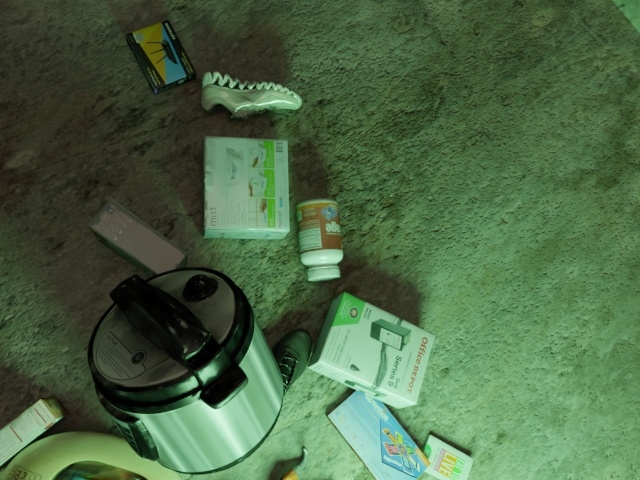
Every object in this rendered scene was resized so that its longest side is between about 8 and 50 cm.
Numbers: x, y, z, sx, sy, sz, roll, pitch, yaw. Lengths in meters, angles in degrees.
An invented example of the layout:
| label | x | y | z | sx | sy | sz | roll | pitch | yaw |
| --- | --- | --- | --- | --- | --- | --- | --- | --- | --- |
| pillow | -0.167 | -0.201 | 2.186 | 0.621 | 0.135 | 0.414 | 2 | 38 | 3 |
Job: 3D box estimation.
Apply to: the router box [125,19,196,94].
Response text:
| label | x | y | z | sx | sy | sz | roll | pitch | yaw |
| --- | --- | --- | --- | --- | --- | --- | --- | --- | --- |
| router box | -0.453 | -0.523 | 1.692 | 0.133 | 0.046 | 0.179 | -28 | 86 | -17 |

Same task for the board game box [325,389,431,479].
| label | x | y | z | sx | sy | sz | roll | pitch | yaw |
| --- | --- | --- | --- | --- | --- | --- | --- | --- | --- |
| board game box | 0.157 | 0.542 | 1.613 | 0.145 | 0.027 | 0.281 | -37 | 83 | -16 |

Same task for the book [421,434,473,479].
| label | x | y | z | sx | sy | sz | roll | pitch | yaw |
| --- | --- | --- | --- | --- | --- | --- | --- | --- | --- |
| book | 0.345 | 0.619 | 1.655 | 0.144 | 0.035 | 0.096 | 29 | 72 | -3 |

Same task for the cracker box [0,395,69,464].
| label | x | y | z | sx | sy | sz | roll | pitch | yaw |
| --- | --- | --- | --- | --- | --- | --- | --- | --- | --- |
| cracker box | -0.711 | 0.462 | 1.372 | 0.232 | 0.156 | 0.067 | -38 | 88 | -18 |

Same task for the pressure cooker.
| label | x | y | z | sx | sy | sz | roll | pitch | yaw |
| --- | --- | --- | --- | --- | --- | --- | --- | --- | --- |
| pressure cooker | -0.300 | 0.262 | 1.319 | 0.369 | 0.421 | 0.376 | -7 | 41 | 10 |

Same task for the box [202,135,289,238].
| label | x | y | z | sx | sy | sz | roll | pitch | yaw |
| --- | --- | --- | --- | --- | --- | --- | --- | --- | --- |
| box | -0.208 | -0.141 | 1.629 | 0.230 | 0.127 | 0.262 | 0 | 79 | -13 |

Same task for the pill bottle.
| label | x | y | z | sx | sy | sz | roll | pitch | yaw |
| --- | --- | --- | --- | --- | --- | --- | --- | --- | --- |
| pill bottle | 0.000 | 0.000 | 1.652 | 0.121 | 0.121 | 0.216 | -3 | 80 | -14 |

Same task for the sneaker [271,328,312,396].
| label | x | y | z | sx | sy | sz | roll | pitch | yaw |
| --- | --- | --- | --- | --- | --- | --- | --- | --- | --- |
| sneaker | -0.105 | 0.358 | 1.550 | 0.109 | 0.130 | 0.286 | 33 | 72 | -3 |

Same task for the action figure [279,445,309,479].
| label | x | y | z | sx | sy | sz | roll | pitch | yaw |
| --- | --- | --- | --- | --- | --- | --- | --- | --- | --- |
| action figure | -0.064 | 0.738 | 1.462 | 0.330 | 0.179 | 0.341 | -42 | 65 | -13 |

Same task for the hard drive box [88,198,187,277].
| label | x | y | z | sx | sy | sz | roll | pitch | yaw |
| --- | --- | --- | --- | --- | --- | --- | --- | --- | --- |
| hard drive box | -0.457 | 0.015 | 1.511 | 0.232 | 0.181 | 0.089 | 35 | 73 | -3 |

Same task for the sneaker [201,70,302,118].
| label | x | y | z | sx | sy | sz | roll | pitch | yaw |
| --- | --- | --- | --- | --- | --- | --- | --- | --- | --- |
| sneaker | -0.200 | -0.400 | 1.704 | 0.291 | 0.110 | 0.119 | 8 | 84 | -3 |

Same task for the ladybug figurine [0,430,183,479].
| label | x | y | z | sx | sy | sz | roll | pitch | yaw |
| --- | --- | --- | --- | --- | --- | --- | --- | --- | --- |
| ladybug figurine | -0.518 | 0.605 | 1.384 | 0.449 | 0.162 | 0.305 | 24 | 73 | -8 |

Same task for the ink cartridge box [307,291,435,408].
| label | x | y | z | sx | sy | sz | roll | pitch | yaw |
| --- | --- | --- | --- | --- | --- | --- | --- | --- | --- |
| ink cartridge box | 0.142 | 0.299 | 1.611 | 0.289 | 0.121 | 0.211 | 25 | 65 | -7 |
